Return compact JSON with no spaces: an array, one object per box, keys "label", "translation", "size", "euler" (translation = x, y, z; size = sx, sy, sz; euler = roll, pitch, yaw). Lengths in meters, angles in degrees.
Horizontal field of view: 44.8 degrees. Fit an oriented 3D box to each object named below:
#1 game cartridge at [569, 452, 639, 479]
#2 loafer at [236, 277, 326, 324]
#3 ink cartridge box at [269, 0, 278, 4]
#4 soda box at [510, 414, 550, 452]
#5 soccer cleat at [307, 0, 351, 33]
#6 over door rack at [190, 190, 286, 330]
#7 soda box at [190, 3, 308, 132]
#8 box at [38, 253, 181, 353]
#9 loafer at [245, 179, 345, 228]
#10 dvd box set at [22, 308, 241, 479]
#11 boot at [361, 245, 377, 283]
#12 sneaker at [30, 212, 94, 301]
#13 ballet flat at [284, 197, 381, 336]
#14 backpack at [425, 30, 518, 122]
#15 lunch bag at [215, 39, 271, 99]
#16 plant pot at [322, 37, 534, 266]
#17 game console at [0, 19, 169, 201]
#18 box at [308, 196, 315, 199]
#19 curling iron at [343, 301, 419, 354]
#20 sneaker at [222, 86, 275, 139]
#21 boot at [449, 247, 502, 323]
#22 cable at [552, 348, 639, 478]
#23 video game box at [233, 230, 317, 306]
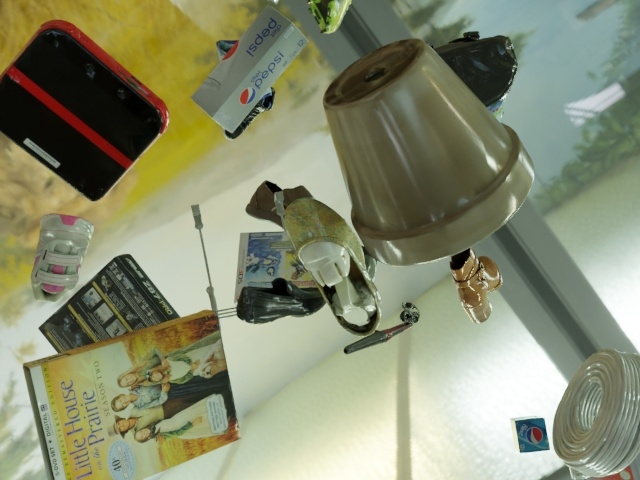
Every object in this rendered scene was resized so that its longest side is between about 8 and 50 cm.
[{"label":"game cartridge","translation":[0.678,0.477,1.817],"size":[0.060,0.196,0.294],"euler":[-9,174,-27]},{"label":"loafer","translation":[-0.071,0.113,1.547],"size":[0.223,0.078,0.076],"euler":[-6,-163,-44]},{"label":"ink cartridge box","translation":[-0.210,-0.642,1.618],"size":[0.131,0.306,0.226],"euler":[-59,177,8]},{"label":"soda box","translation":[0.473,0.438,1.762],"size":[0.067,0.071,0.210],"euler":[-9,168,8]},{"label":"soccer cleat","translation":[0.048,-0.519,1.592],"size":[0.121,0.093,0.289],"euler":[-30,172,-15]},{"label":"over door rack","translation":[-0.179,0.056,1.958],"size":[0.239,0.325,0.108],"euler":[-10,170,-10]},{"label":"soda box","translation":[-0.166,-0.399,1.810],"size":[0.286,0.098,0.091],"euler":[-49,150,5]},{"label":"box","translation":[-0.522,0.284,2.099],"size":[0.318,0.395,0.097],"euler":[-41,176,10]},{"label":"loafer","translation":[-0.072,-0.093,2.197],"size":[0.365,0.130,0.133],"euler":[19,-172,37]},{"label":"dvd box set","translation":[-0.385,0.347,1.645],"size":[0.420,0.308,0.062],"euler":[-14,-173,-35]},{"label":"boot","translation":[0.080,0.135,1.832],"size":[0.247,0.083,0.161],"euler":[99,3,-58]},{"label":"sneaker","translation":[-0.505,0.040,1.509],"size":[0.252,0.102,0.111],"euler":[125,-33,-50]},{"label":"ballet flat","translation":[0.034,0.065,1.485],"size":[0.123,0.349,0.123],"euler":[-16,-136,16]},{"label":"backpack","translation":[0.258,-0.289,1.743],"size":[0.290,0.274,0.355],"euler":[-15,-177,-13]},{"label":"lunch bag","translation":[-0.202,-0.429,1.959],"size":[0.096,0.129,0.151],"euler":[-35,-134,-29]},{"label":"plant pot","translation":[0.149,-0.165,1.292],"size":[0.323,0.280,0.323],"euler":[-27,-152,16]},{"label":"game console","translation":[-0.616,-0.322,1.962],"size":[0.342,0.386,0.060],"euler":[-41,-158,20]},{"label":"box","translation":[0.000,0.000,1.977],"size":[0.038,0.186,0.145],"euler":[-25,164,-16]},{"label":"curling iron","translation":[0.141,0.208,1.791],"size":[0.035,0.068,0.274],"euler":[3,-162,44]},{"label":"sneaker","translation":[-0.228,-0.415,2.502],"size":[0.121,0.079,0.217],"euler":[26,-98,53]},{"label":"boot","translation":[0.458,0.084,2.352],"size":[0.109,0.220,0.283],"euler":[-9,-145,32]},{"label":"cable","translation":[0.558,0.338,1.538],"size":[0.257,0.089,0.257],"euler":[124,-13,-69]},{"label":"video game box","translation":[-0.097,0.068,1.839],"size":[0.205,0.187,0.048],"euler":[-2,155,8]}]
